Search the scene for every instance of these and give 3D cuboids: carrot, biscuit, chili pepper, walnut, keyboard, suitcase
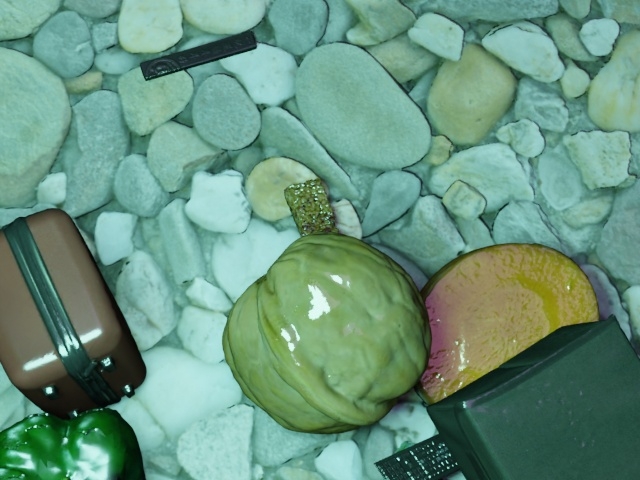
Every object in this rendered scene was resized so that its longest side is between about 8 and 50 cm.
[{"bbox_3d":[0.262,0.137,1.846,0.307,0.100,0.258,-40,80,-11],"label":"carrot"},{"bbox_3d":[0.000,0.000,1.890,0.064,0.034,0.199,-14,72,-13],"label":"biscuit"},{"bbox_3d":[-0.341,0.342,1.605,0.233,0.257,0.248,1,62,-8],"label":"chili pepper"},{"bbox_3d":[0.012,0.132,1.712,0.285,0.296,0.285,34,35,-28],"label":"walnut"},{"bbox_3d":[0.162,0.309,1.756,0.198,0.010,0.063,-16,60,-40],"label":"keyboard"},{"bbox_3d":[-0.353,0.107,1.668,0.161,0.297,0.236,-26,73,-7],"label":"suitcase"}]

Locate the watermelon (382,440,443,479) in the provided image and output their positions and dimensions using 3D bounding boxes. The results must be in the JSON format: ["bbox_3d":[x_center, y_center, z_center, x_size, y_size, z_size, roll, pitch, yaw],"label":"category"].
[{"bbox_3d":[0.157,0.373,1.750,0.139,0.071,0.187,8,68,-8],"label":"watermelon"}]

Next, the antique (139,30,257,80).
[{"bbox_3d":[-0.195,-0.296,1.991,0.192,0.015,0.031,-19,73,-13],"label":"antique"}]

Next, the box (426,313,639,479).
[{"bbox_3d":[0.349,0.308,1.678,0.251,0.204,0.345,-29,88,-11],"label":"box"}]
